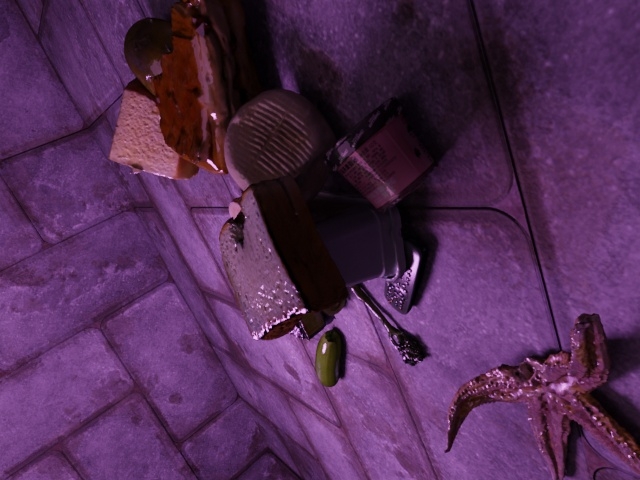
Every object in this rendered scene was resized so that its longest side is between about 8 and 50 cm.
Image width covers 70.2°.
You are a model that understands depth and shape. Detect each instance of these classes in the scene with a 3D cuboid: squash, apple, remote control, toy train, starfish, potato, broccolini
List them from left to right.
[{"bbox_3d":[-0.492,-0.316,1.364,0.309,0.253,0.313,-96,-20,-71],"label":"apple"},{"bbox_3d":[-0.405,-0.465,1.167,0.197,0.149,0.228,-40,78,34],"label":"potato"},{"bbox_3d":[-0.048,0.127,1.188,0.134,0.178,0.260,7,126,55],"label":"toy train"},{"bbox_3d":[0.023,0.383,1.443,0.082,0.082,0.292,38,147,31],"label":"squash"},{"bbox_3d":[0.147,0.197,1.090,0.254,0.058,0.071,46,107,14],"label":"broccolini"},{"bbox_3d":[0.173,0.077,0.932,0.072,0.042,0.221,43,150,28],"label":"remote control"},{"bbox_3d":[0.383,0.296,0.747,0.383,0.132,0.398,49,139,-2],"label":"starfish"}]

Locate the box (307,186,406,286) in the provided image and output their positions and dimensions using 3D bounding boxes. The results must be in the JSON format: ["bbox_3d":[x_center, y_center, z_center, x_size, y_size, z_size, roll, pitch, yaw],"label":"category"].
[{"bbox_3d":[0.000,0.000,0.929,0.312,0.183,0.175,16,120,55],"label":"box"}]

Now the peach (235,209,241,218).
[{"bbox_3d":[-0.140,-0.033,1.216,0.152,0.152,0.152,38,147,31],"label":"peach"}]

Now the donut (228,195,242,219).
[{"bbox_3d":[-0.221,-0.082,1.362,0.108,0.065,0.166,56,153,2],"label":"donut"}]

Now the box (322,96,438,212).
[{"bbox_3d":[0.102,-0.129,0.729,0.135,0.151,0.151,48,152,-3],"label":"box"}]

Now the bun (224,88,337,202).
[{"bbox_3d":[-0.073,-0.174,0.909,0.229,0.229,0.145,52,-168,9],"label":"bun"}]

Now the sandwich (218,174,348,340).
[{"bbox_3d":[-0.088,0.039,0.818,0.248,0.095,0.273,65,148,11],"label":"sandwich"}]

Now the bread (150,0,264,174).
[{"bbox_3d":[-0.239,-0.351,0.990,0.314,0.192,0.369,34,133,45],"label":"bread"}]
